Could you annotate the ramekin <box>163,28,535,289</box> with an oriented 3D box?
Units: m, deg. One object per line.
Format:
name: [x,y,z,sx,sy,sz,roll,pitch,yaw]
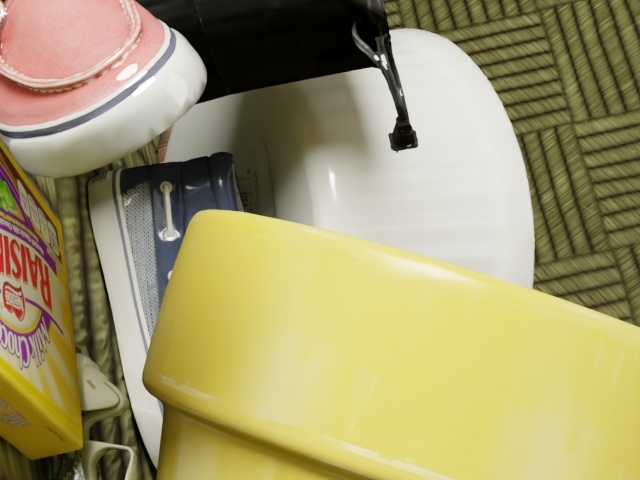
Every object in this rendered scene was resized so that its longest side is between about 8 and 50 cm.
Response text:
ramekin: [0.000,0.000,0.800,0.277,0.135,0.277,10,-78,59]

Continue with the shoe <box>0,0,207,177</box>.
shoe: [-0.101,-0.080,0.400,0.178,0.063,0.081,33,-23,58]

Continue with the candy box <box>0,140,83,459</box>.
candy box: [-0.125,-0.005,0.410,0.206,0.027,0.105,73,7,-64]

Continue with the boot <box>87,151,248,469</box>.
boot: [-0.071,0.046,0.711,0.069,0.086,0.190,-88,165,-81]

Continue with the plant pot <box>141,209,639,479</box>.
plant pot: [0.026,0.137,0.540,0.254,0.254,0.239,62,47,-82]

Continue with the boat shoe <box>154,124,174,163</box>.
boat shoe: [-0.057,-0.052,0.966,0.178,0.064,0.060,18,65,-48]

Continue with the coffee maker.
coffee maker: [-0.062,-0.113,0.599,0.120,0.178,0.171,72,3,-47]

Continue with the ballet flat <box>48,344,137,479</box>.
ballet flat: [-0.096,0.081,0.508,0.041,0.041,0.114,71,7,-71]
